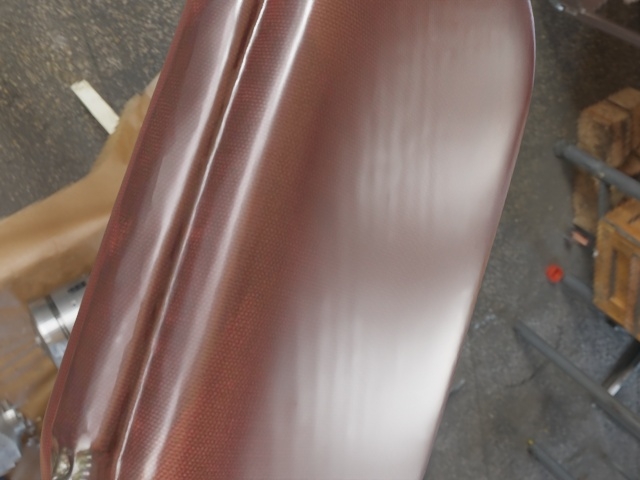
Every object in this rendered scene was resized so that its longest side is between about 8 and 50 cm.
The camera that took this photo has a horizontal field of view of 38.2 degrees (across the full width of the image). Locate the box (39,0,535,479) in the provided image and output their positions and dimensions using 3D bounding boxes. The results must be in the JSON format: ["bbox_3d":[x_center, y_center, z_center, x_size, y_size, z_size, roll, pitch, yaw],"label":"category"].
[{"bbox_3d":[0.000,0.000,0.504,0.263,0.108,0.403,25,81,-53],"label":"box"}]
